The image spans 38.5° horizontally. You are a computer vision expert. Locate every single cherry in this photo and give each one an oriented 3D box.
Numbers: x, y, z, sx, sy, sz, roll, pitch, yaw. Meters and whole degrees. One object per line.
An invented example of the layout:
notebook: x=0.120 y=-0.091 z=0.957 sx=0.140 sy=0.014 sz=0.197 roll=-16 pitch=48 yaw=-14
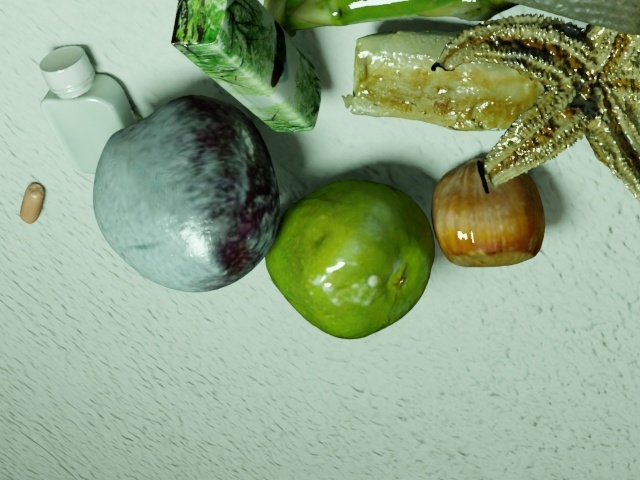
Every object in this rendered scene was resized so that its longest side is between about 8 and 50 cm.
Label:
cherry: x=-0.180 y=-0.065 z=1.229 sx=0.255 sy=0.296 sz=0.218 roll=-34 pitch=153 yaw=9

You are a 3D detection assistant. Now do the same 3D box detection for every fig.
fig: x=0.029 y=-0.004 z=1.289 sx=0.233 sy=0.314 sz=0.233 roll=-10 pitch=126 yaw=-14

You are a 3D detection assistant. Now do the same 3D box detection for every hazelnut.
hazelnut: x=0.223 y=-0.035 z=1.228 sx=0.150 sy=0.150 sz=0.150 roll=10 pitch=138 yaw=9

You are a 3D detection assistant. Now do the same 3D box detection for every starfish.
starfish: x=0.295 y=-0.155 z=1.012 sx=0.303 sy=0.113 sz=0.312 roll=-41 pitch=105 yaw=14

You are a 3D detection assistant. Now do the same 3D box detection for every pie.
pie: x=0.167 y=-0.193 z=1.107 sx=0.283 sy=0.068 sz=0.128 roll=3 pitch=133 yaw=5

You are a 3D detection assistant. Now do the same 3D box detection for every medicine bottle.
medicine bottle: x=-0.331 y=-0.182 z=1.299 sx=0.119 sy=0.069 sz=0.183 roll=1 pitch=137 yaw=20

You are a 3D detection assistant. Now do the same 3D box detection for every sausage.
sausage: x=-0.474 y=-0.060 z=1.504 sx=0.034 sy=0.034 sz=0.083 roll=26 pitch=138 yaw=-9

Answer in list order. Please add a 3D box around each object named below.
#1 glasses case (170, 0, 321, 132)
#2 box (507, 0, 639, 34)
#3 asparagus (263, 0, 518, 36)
glasses case: x=-0.074 y=-0.211 z=1.049 sx=0.062 sy=0.095 sz=0.272 roll=4 pitch=170 yaw=21
box: x=0.199 y=-0.324 z=0.858 sx=0.274 sy=0.184 sz=0.143 roll=18 pitch=138 yaw=9
asparagus: x=0.063 y=-0.283 z=1.048 sx=0.343 sy=0.082 sz=0.085 roll=0 pitch=178 yaw=22
